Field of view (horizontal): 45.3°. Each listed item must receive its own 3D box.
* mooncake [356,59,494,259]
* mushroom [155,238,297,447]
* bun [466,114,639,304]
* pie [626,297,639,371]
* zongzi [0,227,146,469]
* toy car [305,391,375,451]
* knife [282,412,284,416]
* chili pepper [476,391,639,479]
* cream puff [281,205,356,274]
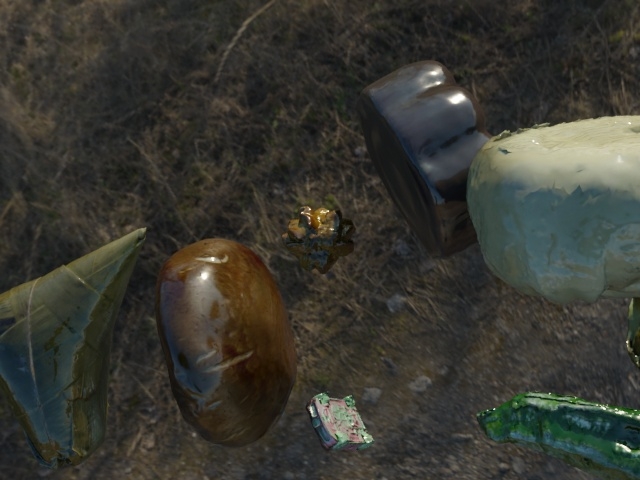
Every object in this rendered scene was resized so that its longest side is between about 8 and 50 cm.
[{"bbox_3d":[0.181,-0.129,1.208,0.154,0.306,0.306,-29,58,-3],"label":"mooncake"},{"bbox_3d":[-0.055,0.070,0.518,0.080,0.170,0.135,-3,74,5],"label":"mushroom"},{"bbox_3d":[0.346,-0.032,0.925,0.359,0.359,0.211,-2,104,24],"label":"bun"},{"bbox_3d":[0.512,0.079,1.016,0.105,0.274,0.257,27,64,-7],"label":"pie"},{"bbox_3d":[-0.327,0.161,1.116,0.299,0.145,0.274,-25,94,9],"label":"zongzi"},{"bbox_3d":[0.020,0.236,0.976,0.055,0.142,0.069,-33,65,14],"label":"toy car"},{"bbox_3d":[-0.073,0.175,1.090,0.026,0.184,0.022,11,33,35],"label":"knife"},{"bbox_3d":[0.227,0.162,0.580,0.226,0.059,0.088,7,82,27],"label":"chili pepper"},{"bbox_3d":[0.000,0.000,1.283,0.122,0.116,0.094,-10,18,-12],"label":"cream puff"}]
